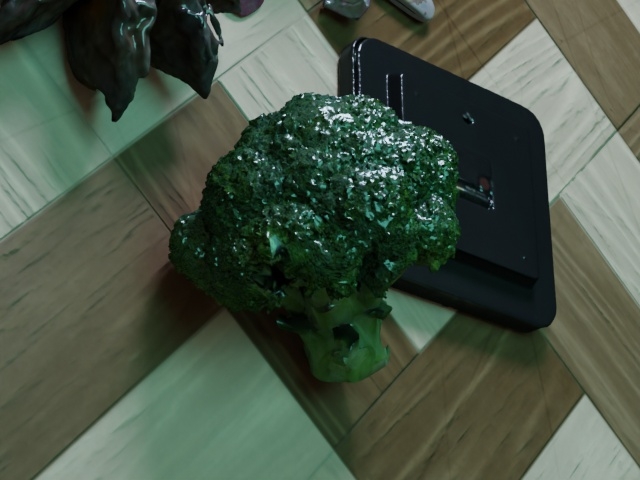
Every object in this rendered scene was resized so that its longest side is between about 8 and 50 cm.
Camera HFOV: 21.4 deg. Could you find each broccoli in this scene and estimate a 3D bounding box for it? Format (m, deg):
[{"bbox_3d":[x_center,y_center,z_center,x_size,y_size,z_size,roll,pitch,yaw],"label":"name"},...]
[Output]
[{"bbox_3d":[0.000,0.000,1.506,0.270,0.270,0.270,-39,130,-46],"label":"broccoli"}]

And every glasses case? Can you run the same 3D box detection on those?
[{"bbox_3d":[0.091,-0.269,1.847,0.083,0.021,0.032,34,52,-24],"label":"glasses case"}]

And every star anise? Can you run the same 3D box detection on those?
[{"bbox_3d":[-0.196,-0.263,1.522,0.331,0.117,0.332,22,50,-29],"label":"star anise"}]

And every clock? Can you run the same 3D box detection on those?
[{"bbox_3d":[0.140,-0.060,1.763,0.279,0.049,0.273,19,56,-34],"label":"clock"}]

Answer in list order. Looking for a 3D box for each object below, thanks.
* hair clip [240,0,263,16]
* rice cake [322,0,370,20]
[{"bbox_3d":[-0.101,-0.287,1.686,0.054,0.022,0.137,-39,96,-42],"label":"hair clip"},{"bbox_3d":[0.057,-0.339,1.834,0.055,0.049,0.270,38,48,-21],"label":"rice cake"}]
